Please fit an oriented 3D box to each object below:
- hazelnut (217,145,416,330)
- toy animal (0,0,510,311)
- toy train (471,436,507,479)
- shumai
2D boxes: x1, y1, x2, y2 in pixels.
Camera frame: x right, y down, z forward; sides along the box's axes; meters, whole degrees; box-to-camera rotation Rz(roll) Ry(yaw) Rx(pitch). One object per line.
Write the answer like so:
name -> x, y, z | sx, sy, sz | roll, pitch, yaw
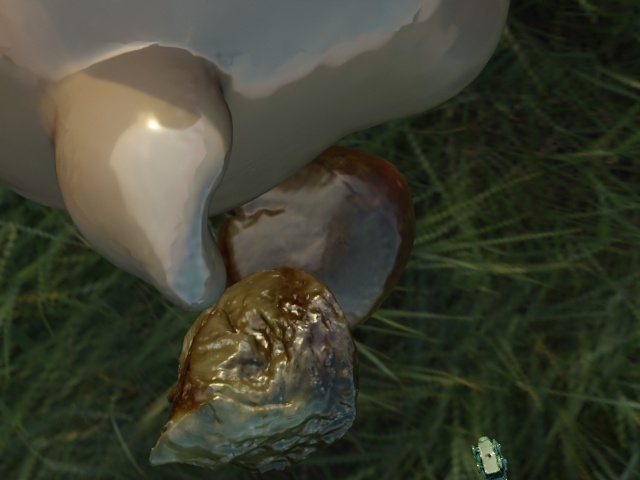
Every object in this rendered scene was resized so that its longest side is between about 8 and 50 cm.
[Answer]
hazelnut -> 0.000, 0.000, 1.209 | 0.154, 0.143, 0.143 | -44, 106, 8
toy animal -> -0.046, -0.146, 0.475 | 0.269, 0.237, 0.326 | -51, 151, -10
toy train -> 0.160, 0.220, 1.482 | 0.029, 0.092, 0.045 | -21, 141, 11
shumai -> -0.042, 0.077, 0.985 | 0.139, 0.105, 0.123 | -11, 79, 20
